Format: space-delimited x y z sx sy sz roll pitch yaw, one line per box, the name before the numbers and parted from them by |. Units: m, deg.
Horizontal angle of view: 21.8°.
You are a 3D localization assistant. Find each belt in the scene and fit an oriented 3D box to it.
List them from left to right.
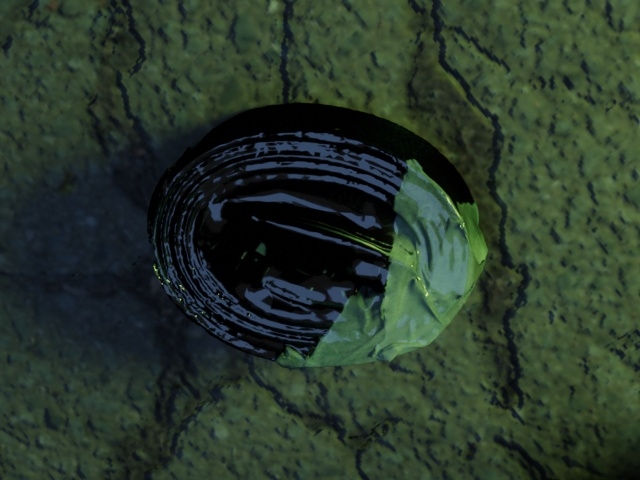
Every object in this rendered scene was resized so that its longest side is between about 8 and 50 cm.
belt | 0.000 0.000 0.985 0.198 0.078 0.151 7 109 8
